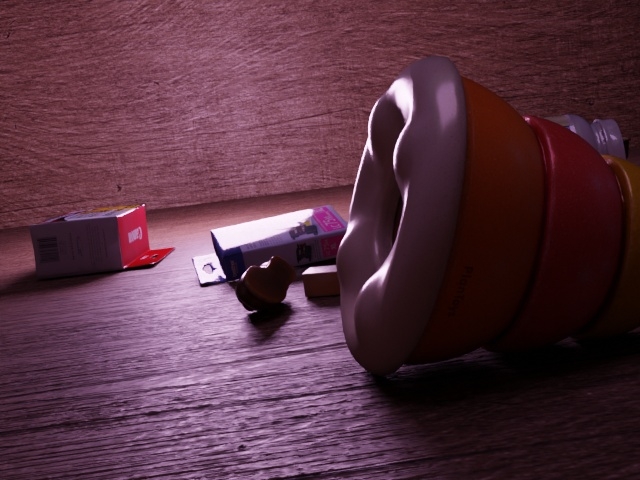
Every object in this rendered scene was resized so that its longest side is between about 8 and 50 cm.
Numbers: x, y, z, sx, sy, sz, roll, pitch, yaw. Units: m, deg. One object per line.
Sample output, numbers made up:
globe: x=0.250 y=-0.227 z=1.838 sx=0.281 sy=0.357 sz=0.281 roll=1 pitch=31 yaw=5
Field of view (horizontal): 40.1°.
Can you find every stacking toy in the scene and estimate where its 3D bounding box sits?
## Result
stacking toy: x=0.278 y=0.010 z=0.989 sx=0.480 sy=0.350 sz=0.350 roll=11 pitch=5 yaw=-9

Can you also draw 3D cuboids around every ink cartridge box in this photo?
ink cartridge box: x=-0.102 y=0.006 z=1.752 sx=0.311 sy=0.065 sz=0.186 roll=-15 pitch=20 yaw=-9
ink cartridge box: x=-0.512 y=-0.007 z=2.116 sx=0.272 sy=0.130 sz=0.309 roll=-6 pitch=7 yaw=0

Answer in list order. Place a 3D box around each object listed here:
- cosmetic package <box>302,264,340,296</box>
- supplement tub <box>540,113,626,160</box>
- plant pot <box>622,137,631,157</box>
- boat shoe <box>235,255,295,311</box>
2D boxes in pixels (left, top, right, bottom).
cosmetic package: x=0.033 y=0.064 z=1.434 sx=0.115 sy=0.041 sz=0.060 roll=-5 pitch=9 yaw=15
supplement tub: x=0.418 y=-0.122 z=1.731 sx=0.325 sy=0.235 sz=0.235 roll=-6 pitch=8 yaw=8
plant pot: x=0.599 y=-0.135 z=1.923 sx=0.167 sy=0.165 sz=0.167 roll=-7 pitch=8 yaw=1
boat shoe: x=-0.093 y=0.080 z=1.373 sx=0.073 sy=0.073 sz=0.207 roll=-44 pitch=-4 yaw=13
